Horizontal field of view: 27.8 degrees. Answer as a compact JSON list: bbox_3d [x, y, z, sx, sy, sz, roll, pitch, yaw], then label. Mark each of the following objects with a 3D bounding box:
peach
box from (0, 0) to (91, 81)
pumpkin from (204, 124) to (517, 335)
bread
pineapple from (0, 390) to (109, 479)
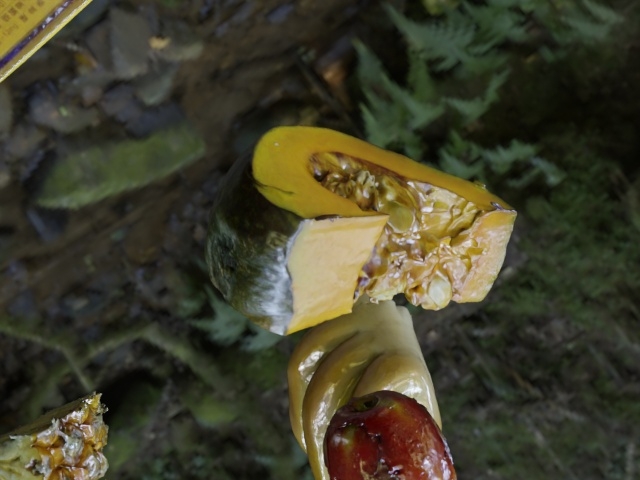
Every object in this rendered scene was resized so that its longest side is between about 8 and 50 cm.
[{"bbox_3d":[0.071,0.244,1.363,0.127,0.172,0.092,-32,173,38],"label":"peach"},{"bbox_3d":[-0.275,-0.221,1.148,0.301,0.084,0.193,-34,-155,30],"label":"box"},{"bbox_3d":[0.033,0.005,1.201,0.190,0.280,0.139,-66,175,-57],"label":"pumpkin"},{"bbox_3d":[0.064,0.263,1.818,0.211,0.270,0.316,-16,133,1],"label":"bread"},{"bbox_3d":[-0.362,0.339,1.769,0.344,0.209,0.286,-23,178,36],"label":"pineapple"}]
